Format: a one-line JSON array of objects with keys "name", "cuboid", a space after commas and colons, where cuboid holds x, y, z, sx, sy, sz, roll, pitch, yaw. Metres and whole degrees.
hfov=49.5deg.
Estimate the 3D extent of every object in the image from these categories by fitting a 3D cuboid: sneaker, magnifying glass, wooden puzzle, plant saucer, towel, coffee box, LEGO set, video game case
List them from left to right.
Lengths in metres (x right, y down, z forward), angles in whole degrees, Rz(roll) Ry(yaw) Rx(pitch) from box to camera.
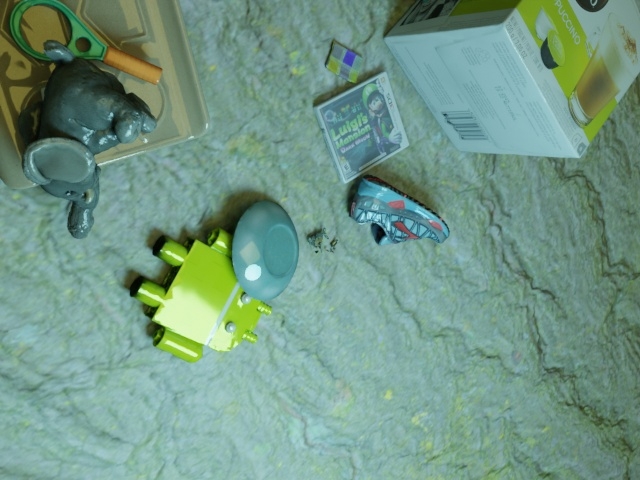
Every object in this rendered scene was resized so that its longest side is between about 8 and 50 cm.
[{"name": "wooden puzzle", "cuboid": [-0.382, -0.282, 1.113, 0.347, 0.080, 0.322, -21, 109, -24]}, {"name": "magnifying glass", "cuboid": [-0.355, -0.296, 1.063, 0.230, 0.026, 0.092, 19, 90, -31]}, {"name": "plant saucer", "cuboid": [-0.091, 0.020, 1.332, 0.195, 0.037, 0.195, -4, 95, -55]}, {"name": "LEGO set", "cuboid": [0.000, 0.003, 1.442, 0.054, 0.023, 0.083, -57, 135, -10]}, {"name": "towel", "cuboid": [0.049, -0.362, 1.414, 0.083, 0.009, 0.060, 23, 85, -34]}, {"name": "video game case", "cuboid": [0.090, -0.238, 1.455, 0.190, 0.022, 0.173, -32, 114, -25]}, {"name": "sneaker", "cuboid": [0.165, -0.042, 1.510, 0.261, 0.104, 0.125, 27, 101, -29]}, {"name": "coffee box", "cuboid": [0.416, -0.411, 1.447, 0.334, 0.338, 0.338, -50, 121, -16]}]

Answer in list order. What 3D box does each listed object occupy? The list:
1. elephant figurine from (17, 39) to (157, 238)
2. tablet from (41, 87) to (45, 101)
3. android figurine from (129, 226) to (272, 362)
[{"name": "elephant figurine", "cuboid": [-0.370, -0.134, 1.020, 0.186, 0.169, 0.239, 44, 98, -3]}, {"name": "tablet", "cuboid": [-0.385, -0.212, 1.074, 0.083, 0.006, 0.054, -11, 105, -27]}, {"name": "android figurine", "cuboid": [-0.211, 0.107, 1.301, 0.272, 0.056, 0.248, 34, 79, -31]}]
